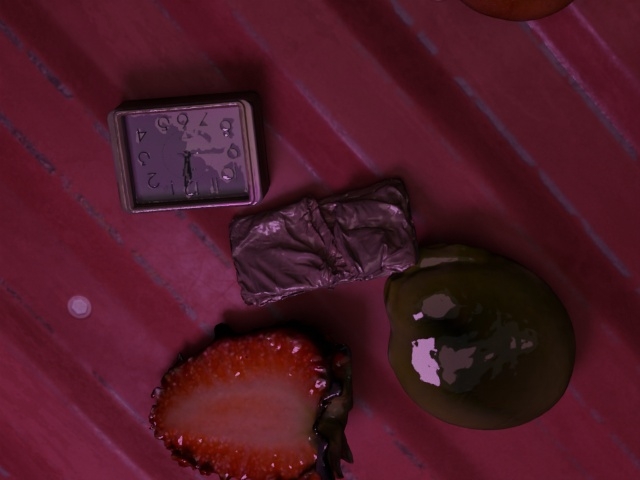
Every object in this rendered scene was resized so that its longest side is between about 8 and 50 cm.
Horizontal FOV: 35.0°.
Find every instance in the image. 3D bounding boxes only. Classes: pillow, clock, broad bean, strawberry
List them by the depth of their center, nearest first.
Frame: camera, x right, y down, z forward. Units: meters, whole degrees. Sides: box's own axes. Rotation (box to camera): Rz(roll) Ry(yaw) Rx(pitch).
[{"bbox_3d":[-0.170,-0.113,1.333,0.192,0.071,0.146,-3,107,5],"label":"clock"},{"bbox_3d":[0.000,0.000,1.334,0.248,0.049,0.135,-14,69,12],"label":"pillow"},{"bbox_3d":[0.204,0.130,1.356,0.291,0.119,0.238,41,97,-11],"label":"broad bean"},{"bbox_3d":[-0.084,0.220,1.419,0.306,0.138,0.233,3,89,30],"label":"strawberry"}]

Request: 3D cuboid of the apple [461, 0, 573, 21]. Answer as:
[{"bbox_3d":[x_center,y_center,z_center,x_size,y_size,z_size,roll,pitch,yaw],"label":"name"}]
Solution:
[{"bbox_3d":[0.233,-0.353,1.176,0.201,0.162,0.201,1,107,2],"label":"apple"}]
